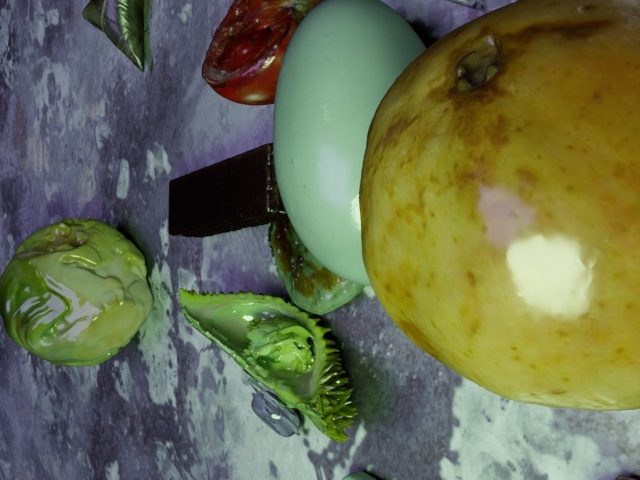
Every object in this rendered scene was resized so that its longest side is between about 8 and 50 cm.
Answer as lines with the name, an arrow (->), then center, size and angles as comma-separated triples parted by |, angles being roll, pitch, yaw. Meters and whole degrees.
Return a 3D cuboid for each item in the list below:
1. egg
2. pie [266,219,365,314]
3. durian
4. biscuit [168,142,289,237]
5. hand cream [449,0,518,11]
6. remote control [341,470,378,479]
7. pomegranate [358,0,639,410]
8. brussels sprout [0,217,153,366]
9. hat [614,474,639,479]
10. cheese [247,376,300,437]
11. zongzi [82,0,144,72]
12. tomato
egg -> 0.054, -0.128, 0.928 | 0.230, 0.229, 0.371 | -21, 73, 48
pie -> 0.000, 0.000, 1.141 | 0.240, 0.054, 0.241 | 6, 99, 49
durian -> -0.071, 0.192, 1.161 | 0.355, 0.169, 0.158 | 32, 116, 38
biscuit -> -0.146, -0.074, 1.235 | 0.388, 0.073, 0.107 | -8, 80, 55
hand cream -> 0.215, -0.293, 0.859 | 0.256, 0.050, 0.084 | 19, 112, 39
remote control -> 0.136, 0.441, 1.052 | 0.296, 0.056, 0.140 | 16, 109, 47
pomegranate -> 0.228, -0.017, 0.680 | 0.410, 0.410, 0.411 | 9, 103, 47
brussels sprout -> -0.521, 0.114, 1.582 | 0.344, 0.268, 0.345 | 2, 94, 41
hat -> 0.335, 0.358, 0.776 | 0.128, 0.140, 0.228 | -3, 107, 59
cheese -> -0.073, 0.274, 1.211 | 0.105, 0.042, 0.191 | 36, 162, 14
zongzi -> -0.363, -0.456, 1.470 | 0.184, 0.084, 0.187 | 49, 126, 14
tomato -> -0.060, -0.283, 1.102 | 0.200, 0.139, 0.233 | -4, 57, 45
